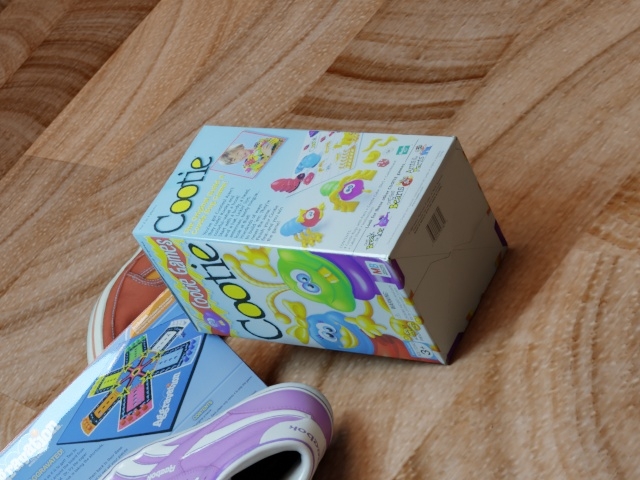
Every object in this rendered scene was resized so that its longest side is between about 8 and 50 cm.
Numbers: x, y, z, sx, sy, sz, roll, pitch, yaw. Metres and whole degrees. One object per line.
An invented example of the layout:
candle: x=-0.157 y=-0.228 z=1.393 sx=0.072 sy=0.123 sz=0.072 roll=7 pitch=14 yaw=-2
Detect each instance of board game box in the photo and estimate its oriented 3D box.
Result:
board game box: x=-0.191 y=0.191 z=1.773 sx=0.281 sy=0.145 sz=0.027 roll=-44 pitch=-15 yaw=-3
board game box: x=0.000 y=0.000 z=1.680 sx=0.275 sy=0.142 sz=0.144 roll=6 pitch=50 yaw=35

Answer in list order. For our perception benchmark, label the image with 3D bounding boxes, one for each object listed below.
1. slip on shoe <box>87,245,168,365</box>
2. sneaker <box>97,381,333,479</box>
slip on shoe: x=-0.147 y=0.064 z=1.924 sx=0.101 sy=0.123 sz=0.331 roll=-21 pitch=28 yaw=31
sneaker: x=-0.118 y=0.227 z=1.594 sx=0.282 sy=0.102 sz=0.161 roll=-37 pitch=11 yaw=14
